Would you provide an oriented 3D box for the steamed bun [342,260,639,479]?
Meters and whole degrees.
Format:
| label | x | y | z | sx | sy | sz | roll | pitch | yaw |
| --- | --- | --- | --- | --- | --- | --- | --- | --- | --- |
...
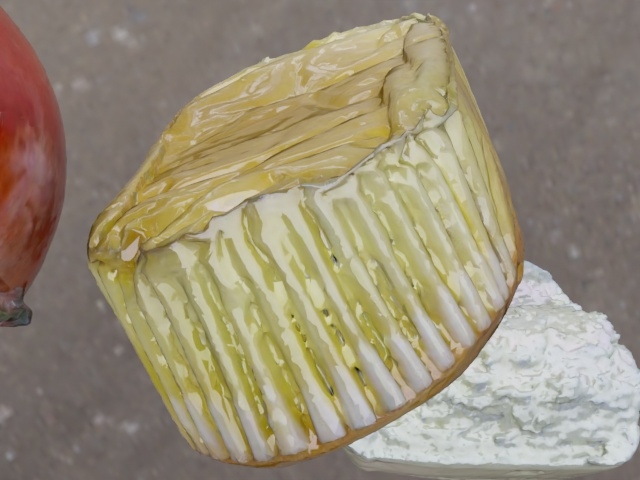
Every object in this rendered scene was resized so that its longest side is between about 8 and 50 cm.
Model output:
| label | x | y | z | sx | sy | sz | roll | pitch | yaw |
| --- | --- | --- | --- | --- | --- | --- | --- | --- | --- |
| steamed bun | 0.107 | 0.096 | 1.507 | 0.225 | 0.200 | 0.170 | 2 | 84 | -12 |

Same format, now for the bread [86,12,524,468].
| label | x | y | z | sx | sy | sz | roll | pitch | yaw |
| --- | --- | --- | --- | --- | --- | --- | --- | --- | --- |
| bread | 0.000 | 0.000 | 0.888 | 0.179 | 0.133 | 0.250 | -25 | 17 | 9 |

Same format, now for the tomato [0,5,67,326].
| label | x | y | z | sx | sy | sz | roll | pitch | yaw |
| --- | --- | --- | --- | --- | --- | --- | --- | --- | --- |
| tomato | -0.302 | -0.036 | 1.013 | 0.321 | 0.321 | 0.321 | -11 | 47 | 12 |
